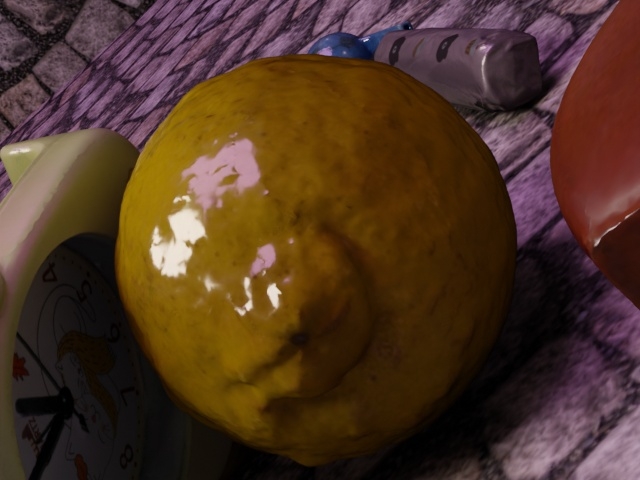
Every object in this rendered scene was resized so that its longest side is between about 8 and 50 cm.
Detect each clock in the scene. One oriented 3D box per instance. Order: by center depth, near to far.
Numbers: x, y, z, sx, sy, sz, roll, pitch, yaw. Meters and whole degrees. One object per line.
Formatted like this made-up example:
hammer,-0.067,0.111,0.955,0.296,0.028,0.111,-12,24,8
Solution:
clock,-0.188,0.108,1.128,0.117,0.286,0.348,-7,26,24

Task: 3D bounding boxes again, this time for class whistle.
whistle,0.032,-0.184,1.771,0.090,0.090,0.158,-53,20,-23

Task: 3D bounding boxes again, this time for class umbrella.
umbrella,0.117,-0.163,1.555,0.337,0.067,0.073,-154,66,-72

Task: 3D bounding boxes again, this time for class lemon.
lemon,-0.002,0.001,1.114,0.285,0.285,0.316,-41,39,14

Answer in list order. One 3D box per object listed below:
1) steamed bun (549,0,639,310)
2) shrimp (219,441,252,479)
steamed bun,0.296,-0.087,0.698,0.379,0.235,0.248,-32,27,38
shrimp,-0.134,0.174,1.325,0.148,0.035,0.195,26,66,40
